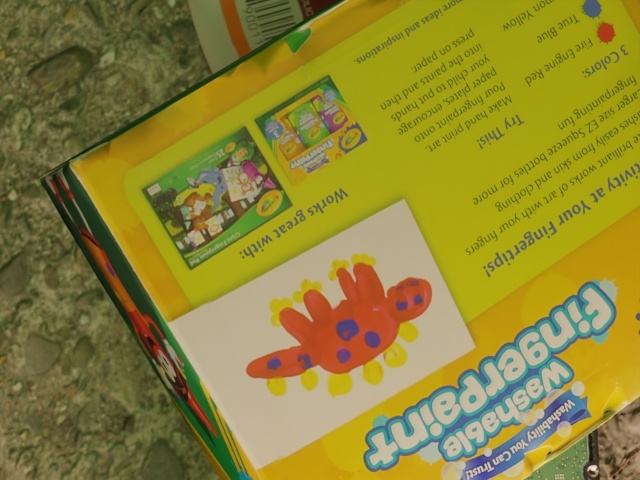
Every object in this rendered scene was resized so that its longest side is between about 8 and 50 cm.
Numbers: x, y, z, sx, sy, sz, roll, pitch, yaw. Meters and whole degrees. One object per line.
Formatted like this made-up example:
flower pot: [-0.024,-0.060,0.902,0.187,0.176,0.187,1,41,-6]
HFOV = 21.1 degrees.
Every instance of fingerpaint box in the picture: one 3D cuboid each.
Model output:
fingerpaint box: [0.078,-0.006,1.300,0.444,0.163,0.371,-33,98,-16]

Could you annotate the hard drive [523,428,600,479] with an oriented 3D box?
hard drive: [0.110,0.123,1.420,0.236,0.064,0.339,-2,85,-17]

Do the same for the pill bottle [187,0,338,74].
pill bottle: [0.091,-0.258,1.533,0.392,0.224,0.224,-13,72,12]
